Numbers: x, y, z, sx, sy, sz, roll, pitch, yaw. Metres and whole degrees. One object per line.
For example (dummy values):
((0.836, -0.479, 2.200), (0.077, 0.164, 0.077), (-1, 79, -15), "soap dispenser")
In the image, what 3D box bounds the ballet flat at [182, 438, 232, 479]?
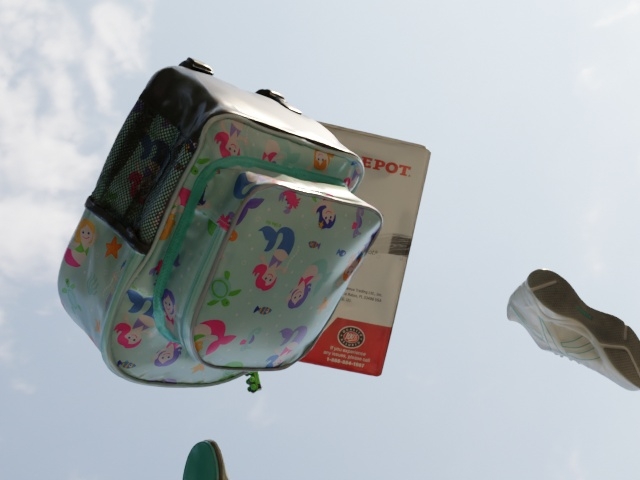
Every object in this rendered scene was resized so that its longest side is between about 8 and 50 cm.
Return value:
((-0.111, 0.289, 1.070), (0.052, 0.057, 0.168), (41, -144, -47), "ballet flat")

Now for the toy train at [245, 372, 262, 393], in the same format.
((-0.107, 0.196, 1.608), (0.023, 0.017, 0.083), (3, -117, -36), "toy train")

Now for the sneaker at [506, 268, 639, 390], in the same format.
((0.241, 0.089, 0.975), (0.152, 0.061, 0.054), (40, -130, 0), "sneaker")

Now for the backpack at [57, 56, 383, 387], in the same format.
((-0.088, 0.009, 0.880), (0.225, 0.191, 0.253), (13, -64, -51), "backpack")

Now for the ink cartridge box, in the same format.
((0.000, 0.000, 1.222), (0.197, 0.114, 0.273), (12, -83, -7), "ink cartridge box")
